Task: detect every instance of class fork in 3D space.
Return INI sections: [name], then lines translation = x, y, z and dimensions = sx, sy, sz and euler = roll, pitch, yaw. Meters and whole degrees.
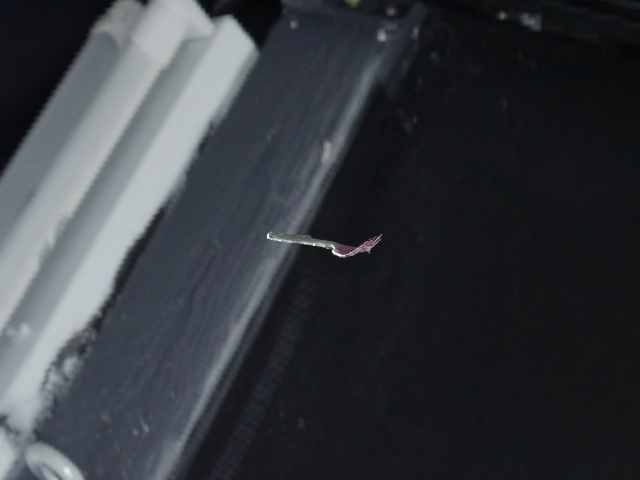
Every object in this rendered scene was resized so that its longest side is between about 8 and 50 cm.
[fork]
translation = 0.001, 0.001, 0.916
dimensions = 0.016, 0.012, 0.115
euler = -12, -171, -32
